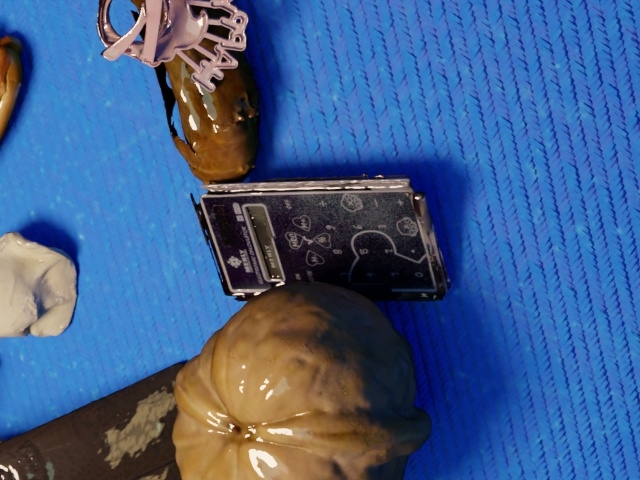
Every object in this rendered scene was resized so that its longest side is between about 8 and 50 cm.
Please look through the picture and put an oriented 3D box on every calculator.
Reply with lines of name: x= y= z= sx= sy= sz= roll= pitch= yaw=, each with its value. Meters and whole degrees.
calculator: x=0.000 y=0.000 z=1.737 sx=0.274 sy=0.028 sz=0.166 roll=-1 pitch=129 yaw=22

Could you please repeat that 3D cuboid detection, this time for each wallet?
wallet: x=-0.270 y=0.282 z=1.880 sx=0.321 sy=0.044 sz=0.170 roll=-24 pitch=95 yaw=-5

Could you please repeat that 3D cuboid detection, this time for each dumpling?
dumpling: x=-0.365 y=0.072 z=1.919 sx=0.134 sy=0.100 sz=0.169 roll=29 pitch=96 yaw=-27

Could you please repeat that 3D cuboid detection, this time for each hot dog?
hot dog: x=-0.420 y=-0.135 z=1.878 sx=0.100 sy=0.068 sz=0.250 roll=40 pitch=115 yaw=18

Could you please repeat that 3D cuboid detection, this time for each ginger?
ginger: x=-0.143 y=-0.202 z=1.725 sx=0.133 sy=0.107 sz=0.309 roll=-10 pitch=105 yaw=50

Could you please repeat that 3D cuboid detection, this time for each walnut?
walnut: x=-0.022 y=0.188 z=1.708 sx=0.285 sy=0.285 sz=0.296 roll=12 pitch=98 yaw=19

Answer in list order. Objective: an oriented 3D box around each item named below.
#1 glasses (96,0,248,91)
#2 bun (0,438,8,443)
glasses: x=-0.137 y=-0.269 z=1.596 sx=0.162 sy=0.095 sz=0.255 roll=3 pitch=116 yaw=-12
bun: x=-0.375 y=0.310 z=1.979 sx=0.173 sy=0.113 sz=0.167 roll=15 pitch=122 yaw=18
